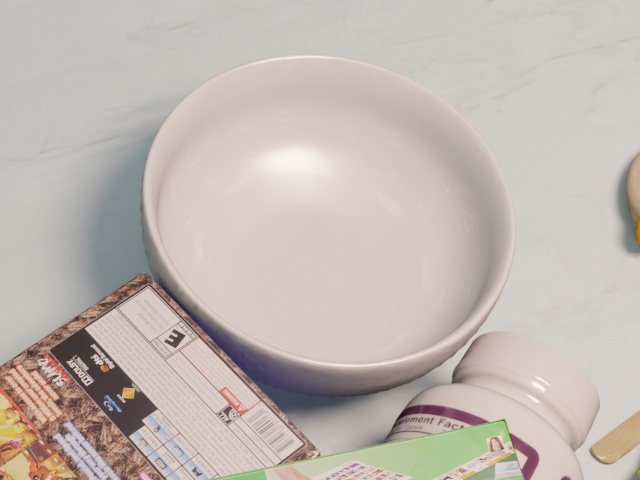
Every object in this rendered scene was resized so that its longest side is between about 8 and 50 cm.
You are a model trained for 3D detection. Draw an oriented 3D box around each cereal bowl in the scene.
[{"bbox_3d":[0.000,0.000,1.230,0.339,0.141,0.339,5,55,-8],"label":"cereal bowl"}]

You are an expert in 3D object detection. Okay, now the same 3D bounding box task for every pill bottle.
[{"bbox_3d":[0.113,0.227,1.101,0.169,0.169,0.301,29,60,11],"label":"pill bottle"}]

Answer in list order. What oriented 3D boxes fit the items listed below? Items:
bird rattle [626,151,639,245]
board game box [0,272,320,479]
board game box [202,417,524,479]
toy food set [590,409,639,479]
[{"bbox_3d":[0.410,-0.064,1.336,0.207,0.143,0.253,1,55,13],"label":"bird rattle"},{"bbox_3d":[-0.181,0.209,1.074,0.291,0.141,0.232,-34,59,-23],"label":"board game box"},{"bbox_3d":[0.011,0.258,0.941,0.317,0.046,0.213,-9,62,-12],"label":"board game box"},{"bbox_3d":[0.351,0.221,1.204,0.132,0.038,0.192,-34,68,-23],"label":"toy food set"}]
